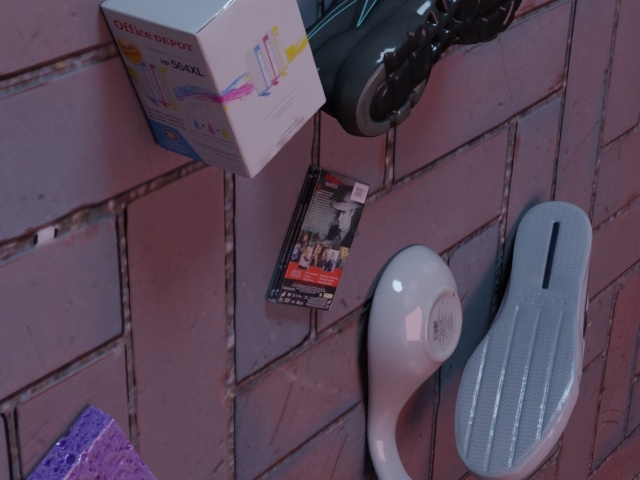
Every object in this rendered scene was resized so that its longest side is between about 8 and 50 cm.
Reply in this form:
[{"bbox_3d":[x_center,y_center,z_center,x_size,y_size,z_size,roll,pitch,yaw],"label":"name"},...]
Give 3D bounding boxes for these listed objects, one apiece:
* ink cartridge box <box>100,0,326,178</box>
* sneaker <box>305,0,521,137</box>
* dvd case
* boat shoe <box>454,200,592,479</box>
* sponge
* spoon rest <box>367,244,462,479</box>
[{"bbox_3d":[-0.072,-0.131,0.854,0.090,0.092,0.143,-49,141,-27],"label":"ink cartridge box"},{"bbox_3d":[0.072,-0.189,1.011,0.267,0.106,0.101,-42,143,-32],"label":"sneaker"},{"bbox_3d":[0.000,0.000,1.103,0.087,0.013,0.119,12,98,-57],"label":"dvd case"},{"bbox_3d":[0.238,0.121,1.383,0.335,0.121,0.119,-66,152,-27],"label":"boat shoe"},{"bbox_3d":[-0.200,0.231,0.922,0.210,0.031,0.117,-51,143,-26],"label":"sponge"},{"bbox_3d":[0.088,0.141,1.269,0.137,0.084,0.276,-15,106,-53],"label":"spoon rest"}]
